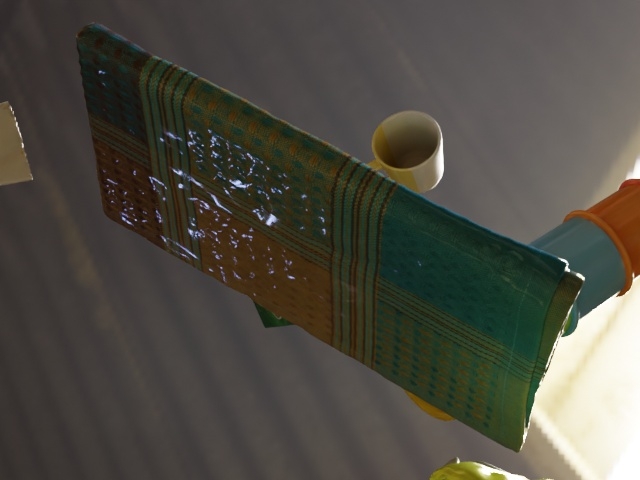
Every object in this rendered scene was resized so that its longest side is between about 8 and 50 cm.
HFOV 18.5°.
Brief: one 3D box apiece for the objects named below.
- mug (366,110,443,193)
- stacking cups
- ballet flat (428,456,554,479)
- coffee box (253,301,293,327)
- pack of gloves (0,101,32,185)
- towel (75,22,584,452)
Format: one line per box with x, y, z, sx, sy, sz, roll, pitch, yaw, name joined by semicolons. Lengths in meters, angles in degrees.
0.075;-0.074;1.764;0.064;0.078;0.062;64;28;-59;mug
0.193;0.025;1.577;0.096;0.316;0.096;39;-33;31;stacking cups
0.110;0.172;1.251;0.077;0.231;0.077;35;-91;16;ballet flat
-0.046;0.040;2.224;0.113;0.040;0.184;65;-17;-2;coffee box
-0.390;-0.105;1.719;0.046;0.232;0.195;110;-37;-60;pack of gloves
0.000;0.000;1.366;0.040;0.370;0.271;-56;168;-23;towel
